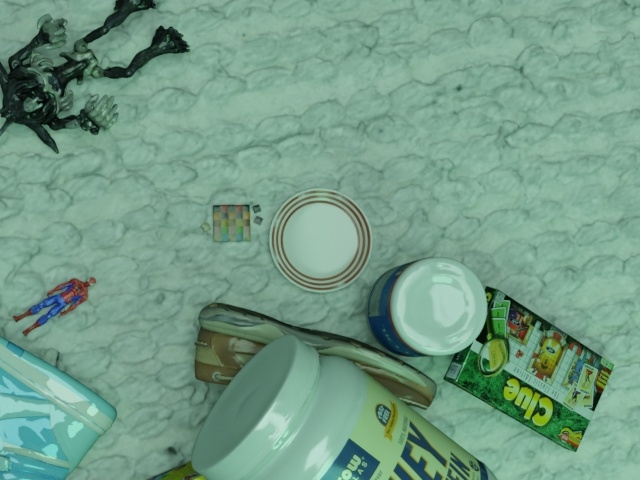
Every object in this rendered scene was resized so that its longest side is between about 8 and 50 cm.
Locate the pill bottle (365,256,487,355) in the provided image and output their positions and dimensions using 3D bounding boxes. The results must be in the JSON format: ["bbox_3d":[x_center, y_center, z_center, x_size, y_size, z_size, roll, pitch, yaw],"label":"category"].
[{"bbox_3d":[0.127,0.089,1.904,0.124,0.221,0.124,1,85,-9],"label":"pill bottle"}]

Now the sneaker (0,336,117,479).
[{"bbox_3d":[-0.437,0.218,1.843,0.319,0.127,0.208,31,79,-5],"label":"sneaker"}]

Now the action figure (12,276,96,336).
[{"bbox_3d":[-0.341,0.081,1.921,0.115,0.030,0.038,-33,87,-13],"label":"action figure"}]

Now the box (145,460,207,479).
[{"bbox_3d":[-0.207,0.330,1.883,0.179,0.105,0.043,-24,98,-11],"label":"box"}]

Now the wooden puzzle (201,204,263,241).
[{"bbox_3d":[-0.118,-0.023,1.979,0.083,0.006,0.049,-1,85,-10],"label":"wooden puzzle"}]

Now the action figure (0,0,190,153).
[{"bbox_3d":[-0.314,-0.219,1.895,0.276,0.141,0.164,-37,104,-12],"label":"action figure"}]

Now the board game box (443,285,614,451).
[{"bbox_3d":[0.280,0.174,1.962,0.260,0.030,0.136,31,83,-36],"label":"board game box"}]

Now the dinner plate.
[{"bbox_3d":[0.000,0.000,1.993,0.141,0.017,0.141,1,86,-10],"label":"dinner plate"}]

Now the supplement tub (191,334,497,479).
[{"bbox_3d":[0.031,0.287,1.789,0.325,0.235,0.235,38,80,-15],"label":"supplement tub"}]

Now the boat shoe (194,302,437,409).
[{"bbox_3d":[-0.012,0.175,1.933,0.324,0.123,0.116,16,90,-2],"label":"boat shoe"}]
